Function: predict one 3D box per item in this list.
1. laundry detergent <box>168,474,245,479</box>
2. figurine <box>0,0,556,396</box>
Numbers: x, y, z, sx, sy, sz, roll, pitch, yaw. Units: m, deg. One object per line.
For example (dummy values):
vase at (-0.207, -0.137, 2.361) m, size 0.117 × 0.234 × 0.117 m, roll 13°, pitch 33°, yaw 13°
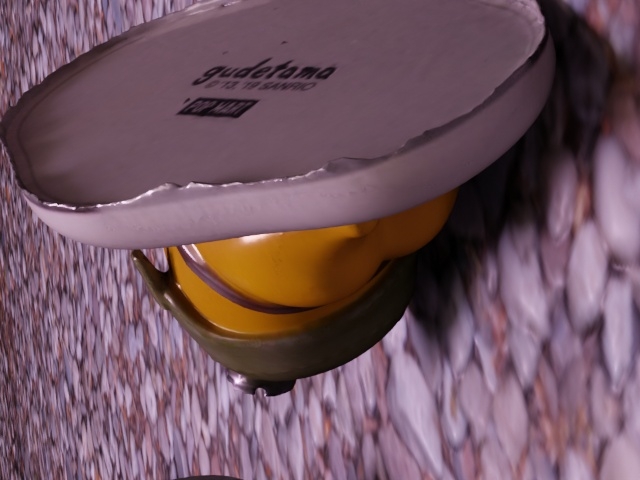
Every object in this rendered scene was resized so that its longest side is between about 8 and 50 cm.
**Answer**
laundry detergent at (-0.045, 0.310, 0.873) m, size 0.264 × 0.124 × 0.398 m, roll 58°, pitch 154°, yaw 30°
figurine at (0.000, 0.000, 0.645) m, size 0.250 × 0.166 × 0.141 m, roll 21°, pitch 139°, yaw 60°
